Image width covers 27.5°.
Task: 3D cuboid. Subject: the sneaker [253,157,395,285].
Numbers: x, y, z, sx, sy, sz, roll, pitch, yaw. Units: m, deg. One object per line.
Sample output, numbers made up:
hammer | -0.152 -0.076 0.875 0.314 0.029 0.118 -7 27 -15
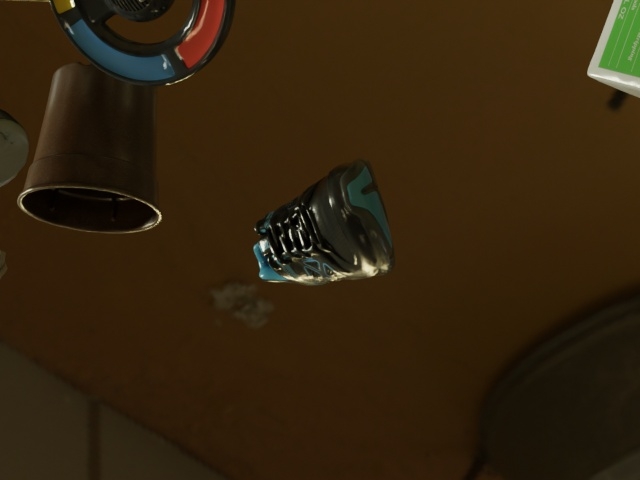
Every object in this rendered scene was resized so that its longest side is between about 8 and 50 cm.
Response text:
sneaker | 0.000 0.000 1.510 0.341 0.139 0.125 114 144 -75

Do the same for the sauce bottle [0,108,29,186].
sauce bottle | -0.378 -0.156 1.197 0.111 0.111 0.344 26 -168 -50

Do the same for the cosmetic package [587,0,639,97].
cosmetic package | 0.497 -0.218 1.441 0.155 0.197 0.365 15 -173 -34

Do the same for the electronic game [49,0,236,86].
electronic game | -0.191 -0.272 1.356 0.229 0.229 0.048 55 -147 -4

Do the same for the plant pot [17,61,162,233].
plant pot | -0.261 -0.112 1.530 0.167 0.167 0.165 25 -117 -50

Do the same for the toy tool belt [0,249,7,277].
toy tool belt | -0.408 0.046 1.550 0.052 0.051 0.083 29 -131 7
